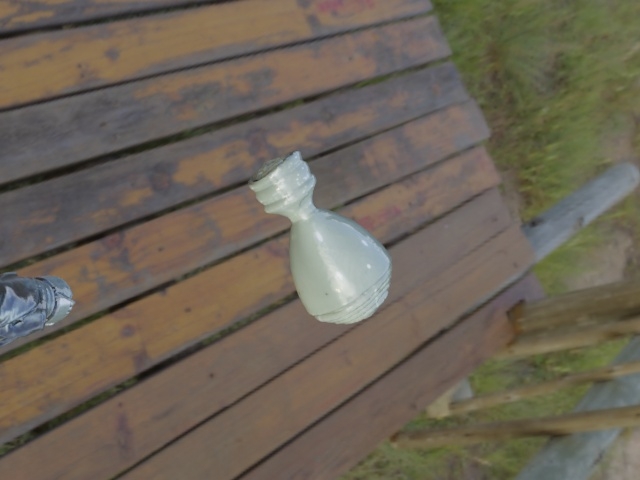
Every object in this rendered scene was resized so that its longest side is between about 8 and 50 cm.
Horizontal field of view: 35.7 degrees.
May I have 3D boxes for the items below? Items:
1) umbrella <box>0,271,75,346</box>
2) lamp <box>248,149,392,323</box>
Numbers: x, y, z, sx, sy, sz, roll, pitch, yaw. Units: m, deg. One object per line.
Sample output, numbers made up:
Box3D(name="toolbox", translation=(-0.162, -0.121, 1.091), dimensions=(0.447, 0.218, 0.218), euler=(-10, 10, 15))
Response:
Box3D(name="umbrella", translation=(-0.200, 0.043, 0.550), dimensions=(0.050, 0.046, 0.188), euler=(51, 13, 13))
Box3D(name="lamp", translation=(0.000, 0.000, 1.020), dimensions=(0.193, 0.106, 0.106), euler=(56, 44, -12))
